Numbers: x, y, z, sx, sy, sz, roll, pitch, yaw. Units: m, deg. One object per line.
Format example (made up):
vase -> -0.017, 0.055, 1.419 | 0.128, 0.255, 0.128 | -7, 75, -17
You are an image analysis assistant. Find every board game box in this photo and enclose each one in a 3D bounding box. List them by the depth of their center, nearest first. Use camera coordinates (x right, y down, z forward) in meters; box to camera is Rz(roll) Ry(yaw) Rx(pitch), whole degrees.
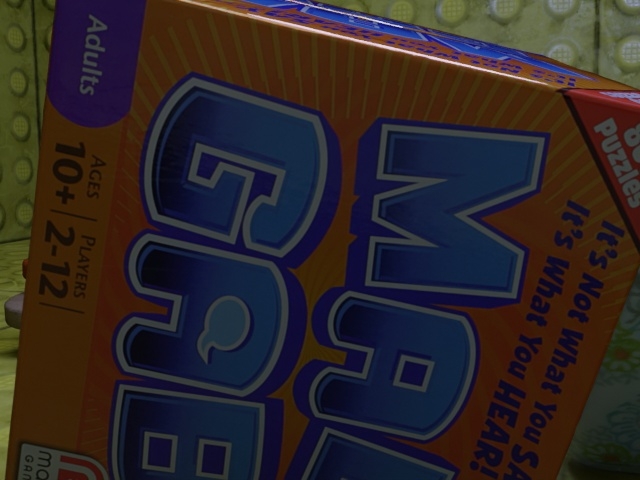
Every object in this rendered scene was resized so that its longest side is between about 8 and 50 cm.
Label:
board game box -> 0.000, 0.000, 0.630 | 0.356, 0.356, 0.356 | 13, 19, -2

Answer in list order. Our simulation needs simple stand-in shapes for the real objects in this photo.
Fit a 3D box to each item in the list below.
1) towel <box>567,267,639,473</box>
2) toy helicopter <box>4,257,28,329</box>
towel -> 0.384, 0.079, 0.649 | 0.320, 0.375, 0.090 | 0, 43, 7
toy helicopter -> -0.329, 0.112, 1.265 | 0.354, 0.140, 0.235 | 0, 8, -13
